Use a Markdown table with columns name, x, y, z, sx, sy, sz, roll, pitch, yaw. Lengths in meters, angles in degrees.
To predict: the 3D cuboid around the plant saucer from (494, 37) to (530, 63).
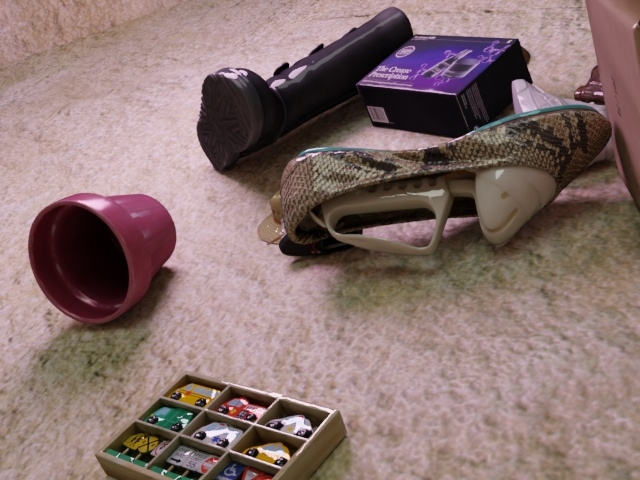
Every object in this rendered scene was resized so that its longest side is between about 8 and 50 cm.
| name | x | y | z | sx | sy | sz | roll | pitch | yaw |
| --- | --- | --- | --- | --- | --- | --- | --- | --- | --- |
| plant saucer | 0.317 | -0.360 | 1.931 | 0.198 | 0.036 | 0.198 | -16 | 27 | 9 |

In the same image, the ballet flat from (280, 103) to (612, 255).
| name | x | y | z | sx | sy | sz | roll | pitch | yaw |
| --- | --- | --- | --- | --- | --- | --- | --- | --- | --- |
| ballet flat | 0.172 | -0.062 | 1.370 | 0.482 | 0.164 | 0.182 | -7 | 56 | 15 |

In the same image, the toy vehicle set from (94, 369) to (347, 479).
| name | x | y | z | sx | sy | sz | roll | pitch | yaw |
| --- | --- | --- | --- | --- | --- | --- | --- | --- | --- |
| toy vehicle set | -0.121 | 0.240 | 1.137 | 0.267 | 0.035 | 0.166 | 6 | 38 | 41 |

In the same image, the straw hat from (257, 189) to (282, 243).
| name | x | y | z | sx | sy | sz | roll | pitch | yaw |
| --- | --- | --- | --- | --- | --- | --- | --- | --- | --- |
| straw hat | -0.049 | -0.056 | 1.594 | 0.144 | 0.061 | 0.144 | -15 | 27 | 8 |

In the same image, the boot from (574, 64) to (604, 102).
| name | x | y | z | sx | sy | sz | roll | pitch | yaw |
| --- | --- | --- | --- | --- | --- | --- | --- | --- | --- |
| boot | 0.503 | -0.264 | 1.634 | 0.106 | 0.037 | 0.114 | -48 | 34 | -21 |

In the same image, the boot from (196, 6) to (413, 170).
| name | x | y | z | sx | sy | sz | roll | pitch | yaw |
| --- | --- | --- | --- | --- | --- | --- | --- | --- | --- |
| boot | -0.004 | -0.311 | 1.824 | 0.445 | 0.146 | 0.367 | -28 | 1 | -18 |

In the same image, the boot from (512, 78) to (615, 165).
| name | x | y | z | sx | sy | sz | roll | pitch | yaw |
| --- | --- | --- | --- | --- | --- | --- | --- | --- | --- |
| boot | 0.386 | -0.187 | 1.534 | 0.123 | 0.095 | 0.258 | -11 | 37 | 3 |

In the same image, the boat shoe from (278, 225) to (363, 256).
| name | x | y | z | sx | sy | sz | roll | pitch | yaw |
| --- | --- | --- | --- | --- | --- | --- | --- | --- | --- |
| boat shoe | 0.000 | -0.002 | 1.478 | 0.133 | 0.049 | 0.042 | -12 | 20 | 6 |

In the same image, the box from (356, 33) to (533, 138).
| name | x | y | z | sx | sy | sz | roll | pitch | yaw |
| --- | --- | --- | --- | --- | --- | --- | --- | --- | --- |
| box | 0.224 | -0.288 | 1.771 | 0.184 | 0.103 | 0.261 | -41 | 34 | -26 |

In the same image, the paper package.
| name | x | y | z | sx | sy | sz | roll | pitch | yaw |
| --- | --- | --- | --- | --- | --- | --- | --- | --- | --- |
| paper package | 0.460 | -0.190 | 1.219 | 0.168 | 0.325 | 0.309 | -14 | 28 | 10 |

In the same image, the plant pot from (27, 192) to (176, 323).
| name | x | y | z | sx | sy | sz | roll | pitch | yaw |
| --- | --- | --- | --- | --- | --- | --- | --- | --- | --- |
| plant pot | -0.332 | 0.009 | 1.543 | 0.201 | 0.201 | 0.180 | -5 | 15 | 26 |

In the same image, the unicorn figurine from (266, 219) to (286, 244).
| name | x | y | z | sx | sy | sz | roll | pitch | yaw |
| --- | --- | --- | --- | --- | --- | --- | --- | --- | --- |
| unicorn figurine | -0.006 | -0.053 | 1.524 | 0.162 | 0.111 | 0.060 | -3 | -4 | -6 |
